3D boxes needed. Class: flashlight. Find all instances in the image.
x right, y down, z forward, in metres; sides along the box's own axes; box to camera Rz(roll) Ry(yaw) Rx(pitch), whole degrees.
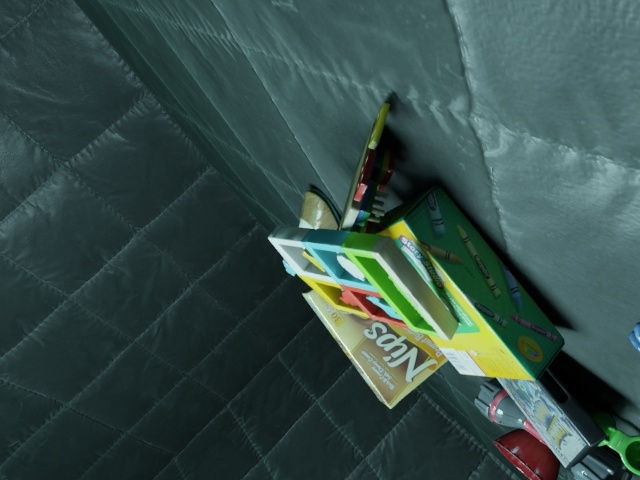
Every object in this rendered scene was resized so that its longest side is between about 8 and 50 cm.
[{"bbox_3d":[0.466,0.401,1.014,0.103,0.103,0.304,54,169,-30],"label":"flashlight"}]

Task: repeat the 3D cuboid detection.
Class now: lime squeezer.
[{"bbox_3d":[0.482,0.330,0.763,0.110,0.059,0.310,51,169,-29],"label":"lime squeezer"}]

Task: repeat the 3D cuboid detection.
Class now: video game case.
[{"bbox_3d":[0.366,0.258,0.843,0.248,0.035,0.275,58,179,36],"label":"video game case"}]

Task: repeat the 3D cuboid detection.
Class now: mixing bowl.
[{"bbox_3d":[0.574,0.578,1.312,0.181,0.098,0.181,45,171,9],"label":"mixing bowl"}]

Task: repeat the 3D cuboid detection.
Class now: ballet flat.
[{"bbox_3d":[0.000,0.000,1.276,0.116,0.124,0.342,41,170,26],"label":"ballet flat"}]

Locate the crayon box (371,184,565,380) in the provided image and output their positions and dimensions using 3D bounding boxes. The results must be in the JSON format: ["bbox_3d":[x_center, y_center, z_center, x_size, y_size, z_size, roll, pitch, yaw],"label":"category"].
[{"bbox_3d":[0.189,0.070,0.701,0.278,0.081,0.165,50,158,-4],"label":"crayon box"}]

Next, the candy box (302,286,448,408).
[{"bbox_3d":[0.126,0.192,1.103,0.316,0.183,0.087,54,169,-2],"label":"candy box"}]

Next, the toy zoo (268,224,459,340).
[{"bbox_3d":[0.040,0.054,0.725,0.293,0.030,0.192,6,145,53],"label":"toy zoo"}]

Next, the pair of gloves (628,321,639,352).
[{"bbox_3d":[0.373,0.119,0.431,0.159,0.023,0.198,40,170,24],"label":"pair of gloves"}]

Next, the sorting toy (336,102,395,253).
[{"bbox_3d":[0.067,-0.071,0.659,0.046,0.132,0.274,16,159,-1],"label":"sorting toy"}]
